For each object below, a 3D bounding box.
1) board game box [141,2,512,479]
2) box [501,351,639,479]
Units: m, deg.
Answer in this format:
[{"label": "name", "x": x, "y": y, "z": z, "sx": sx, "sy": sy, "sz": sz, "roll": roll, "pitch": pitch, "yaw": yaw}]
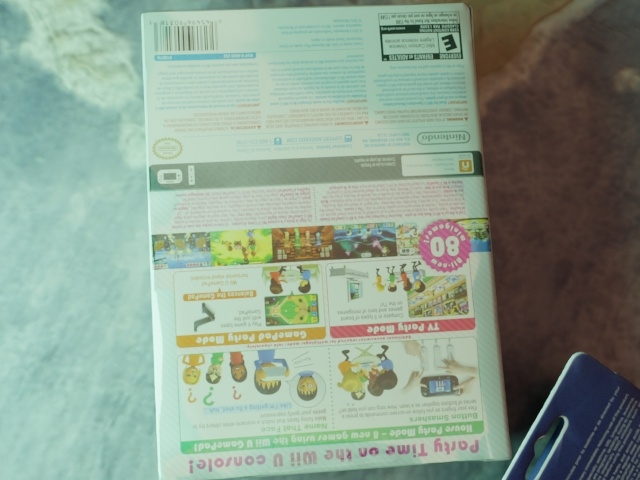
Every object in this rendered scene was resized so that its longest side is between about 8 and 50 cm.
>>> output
[{"label": "board game box", "x": 0.000, "y": 0.000, "z": 0.551, "sx": 0.224, "sy": 0.097, "sz": 0.303, "roll": -2, "pitch": 82, "yaw": -4}, {"label": "box", "x": 0.212, "y": 0.181, "z": 0.542, "sx": 0.225, "sy": 0.036, "sz": 0.136, "roll": 35, "pitch": 82, "yaw": -18}]
